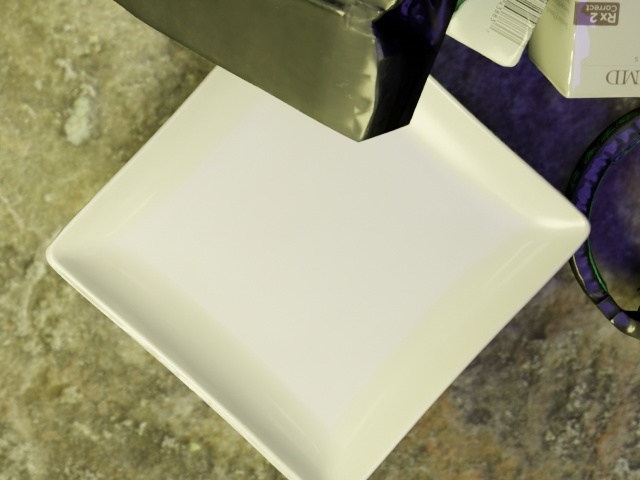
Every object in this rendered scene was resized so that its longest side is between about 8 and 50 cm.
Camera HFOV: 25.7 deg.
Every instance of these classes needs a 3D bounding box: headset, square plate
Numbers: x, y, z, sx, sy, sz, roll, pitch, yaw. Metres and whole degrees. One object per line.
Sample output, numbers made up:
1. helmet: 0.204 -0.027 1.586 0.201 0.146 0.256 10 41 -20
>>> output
1. headset: 0.410 0.034 1.378 0.243 0.185 0.394 -43 94 7
2. square plate: 0.000 0.000 1.235 0.344 0.049 0.347 42 90 -5

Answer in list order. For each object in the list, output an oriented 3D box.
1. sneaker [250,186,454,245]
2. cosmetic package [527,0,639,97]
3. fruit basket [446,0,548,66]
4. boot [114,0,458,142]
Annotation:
1. sneaker: 0.036 0.011 1.334 0.300 0.111 0.121 15 115 -3
2. cosmetic package: 0.276 -0.230 1.230 0.151 0.151 0.184 -1 111 -5
3. fruit basket: 0.091 -0.364 1.124 0.327 0.165 0.353 28 111 8
4. boot: -0.085 -0.314 1.020 0.445 0.146 0.367 32 132 27
